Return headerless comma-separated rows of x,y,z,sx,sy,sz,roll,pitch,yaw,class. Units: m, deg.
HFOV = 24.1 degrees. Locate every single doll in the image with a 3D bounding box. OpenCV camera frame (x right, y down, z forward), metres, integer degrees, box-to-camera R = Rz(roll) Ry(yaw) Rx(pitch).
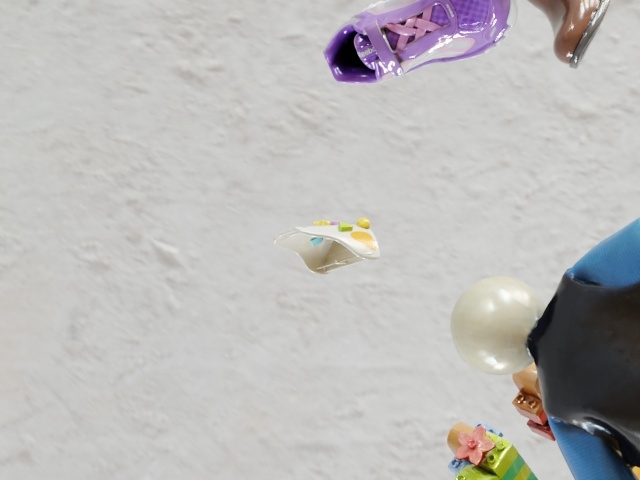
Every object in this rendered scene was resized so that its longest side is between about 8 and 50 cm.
0.129,0.055,0.523,0.046,0.189,0.129,-17,121,-57,doll

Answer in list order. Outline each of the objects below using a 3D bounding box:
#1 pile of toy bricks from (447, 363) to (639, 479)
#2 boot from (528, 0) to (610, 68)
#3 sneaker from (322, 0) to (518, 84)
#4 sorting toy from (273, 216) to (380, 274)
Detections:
0.089,0.132,0.727,0.212,0.118,0.105,-54,137,-16,pile of toy bricks
0.200,-0.328,1.770,0.280,0.264,0.096,16,141,-4,boot
0.090,-0.206,1.486,0.104,0.236,0.095,-26,96,-41,sneaker
0.000,0.000,1.360,0.075,0.083,0.045,8,75,-33,sorting toy
